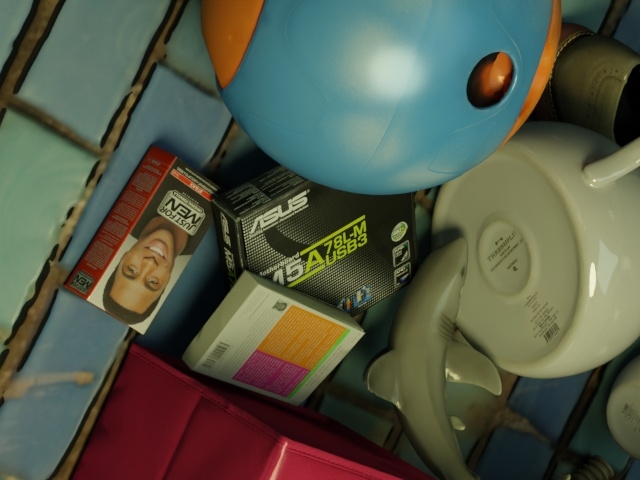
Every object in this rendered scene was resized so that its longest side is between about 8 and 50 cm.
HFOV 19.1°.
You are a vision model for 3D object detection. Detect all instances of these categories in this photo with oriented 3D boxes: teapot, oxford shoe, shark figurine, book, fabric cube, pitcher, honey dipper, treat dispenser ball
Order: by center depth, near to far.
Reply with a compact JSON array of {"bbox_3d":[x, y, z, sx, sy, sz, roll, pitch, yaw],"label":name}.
[{"bbox_3d":[0.047,-0.180,1.522,0.288,0.288,0.288,-12,112,-32],"label":"treat dispenser ball"},{"bbox_3d":[-0.059,0.274,1.619,0.254,0.259,0.258,26,90,-38],"label":"fabric cube"},{"bbox_3d":[-0.041,0.089,1.652,0.144,0.035,0.096,25,106,-48],"label":"book"},{"bbox_3d":[0.094,0.150,1.697,0.166,0.278,0.116,-33,153,30],"label":"shark figurine"},{"bbox_3d":[0.240,-0.002,1.754,0.187,0.256,0.252,-11,106,-35],"label":"teapot"},{"bbox_3d":[0.315,-0.053,1.859,0.123,0.130,0.348,-46,127,-16],"label":"oxford shoe"},{"bbox_3d":[0.240,0.284,1.985,0.161,0.030,0.030,-38,124,-17],"label":"honey dipper"},{"bbox_3d":[0.389,0.183,2.012,0.207,0.125,0.178,-17,130,-43],"label":"pitcher"}]

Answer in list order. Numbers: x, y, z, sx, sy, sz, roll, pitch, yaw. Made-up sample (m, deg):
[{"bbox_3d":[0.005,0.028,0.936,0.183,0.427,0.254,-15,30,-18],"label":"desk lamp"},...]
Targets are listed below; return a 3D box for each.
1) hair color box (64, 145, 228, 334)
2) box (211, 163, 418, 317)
[{"bbox_3d":[-0.145,0.000,1.601,0.072,0.043,0.141,35,84,-40],"label":"hair color box"},{"bbox_3d":[0.000,0.000,1.679,0.191,0.045,0.184,-29,138,-25],"label":"box"}]
